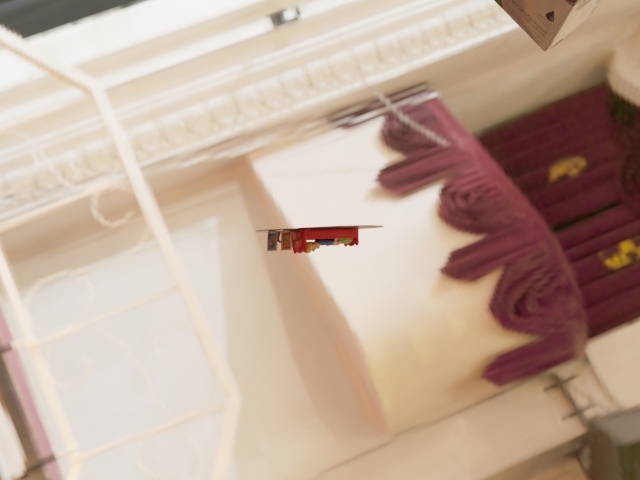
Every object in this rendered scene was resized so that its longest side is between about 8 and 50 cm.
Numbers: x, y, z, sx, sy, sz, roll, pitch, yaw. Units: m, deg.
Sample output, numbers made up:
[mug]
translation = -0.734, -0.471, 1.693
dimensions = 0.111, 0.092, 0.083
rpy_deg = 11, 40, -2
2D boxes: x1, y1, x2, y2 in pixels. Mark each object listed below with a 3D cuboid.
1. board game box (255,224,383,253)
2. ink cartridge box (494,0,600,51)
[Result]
[board game box]
translation = 0.000, 0.000, 1.634
dimensions = 0.133, 0.168, 0.033
rpy_deg = 1, 87, -65
[ink cartridge box]
translation = 0.272, -0.350, 1.474
dimensions = 0.160, 0.092, 0.219
rpy_deg = 48, -16, 10
